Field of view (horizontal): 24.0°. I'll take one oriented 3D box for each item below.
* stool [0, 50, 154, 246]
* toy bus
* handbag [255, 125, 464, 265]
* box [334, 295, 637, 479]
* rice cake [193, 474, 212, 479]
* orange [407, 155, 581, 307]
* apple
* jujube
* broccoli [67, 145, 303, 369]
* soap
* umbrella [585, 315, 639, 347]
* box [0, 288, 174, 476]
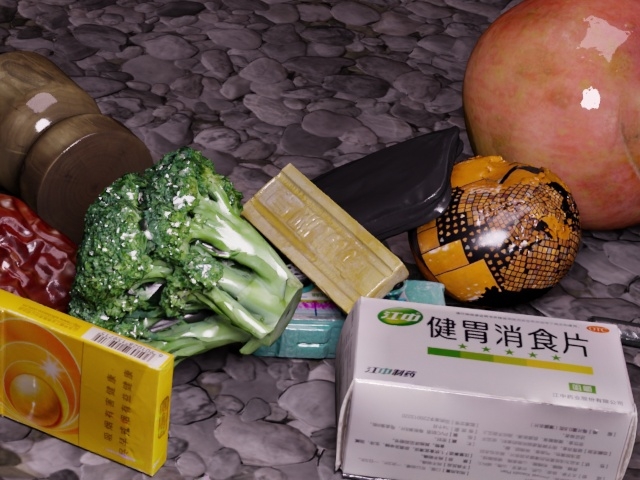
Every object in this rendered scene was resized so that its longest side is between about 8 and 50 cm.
[{"bbox_3d":[-0.369,-0.129,2.070,0.179,0.179,0.264,-17,40,-32],"label":"stool"},{"bbox_3d":[0.028,0.093,1.886,0.261,0.091,0.109,1,40,-6],"label":"toy bus"},{"bbox_3d":[0.039,-0.041,1.980,0.332,0.075,0.192,-24,28,28],"label":"handbag"},{"bbox_3d":[0.180,0.182,1.722,0.332,0.145,0.173,7,30,0],"label":"box"},{"bbox_3d":[-0.183,0.302,1.560,0.206,0.047,0.036,-22,27,-40],"label":"rice cake"},{"bbox_3d":[0.227,-0.010,1.988,0.234,0.182,0.234,0,29,0],"label":"orange"},{"bbox_3d":[0.382,-0.191,2.162,0.363,0.364,0.364,5,33,-3],"label":"apple"},{"bbox_3d":[-0.373,0.036,1.842,0.230,0.155,0.155,26,37,22],"label":"jujube"},{"bbox_3d":[-0.161,0.044,1.743,0.275,0.308,0.308,28,37,16],"label":"broccoli"},{"bbox_3d":[0.000,-0.001,1.865,0.092,0.037,0.252,-42,50,-6],"label":"soap"},{"bbox_3d":[0.411,0.125,1.960,0.133,0.031,0.036,9,59,3],"label":"umbrella"},{"bbox_3d":[-0.291,0.151,1.674,0.269,0.152,0.043,20,32,18],"label":"box"}]
